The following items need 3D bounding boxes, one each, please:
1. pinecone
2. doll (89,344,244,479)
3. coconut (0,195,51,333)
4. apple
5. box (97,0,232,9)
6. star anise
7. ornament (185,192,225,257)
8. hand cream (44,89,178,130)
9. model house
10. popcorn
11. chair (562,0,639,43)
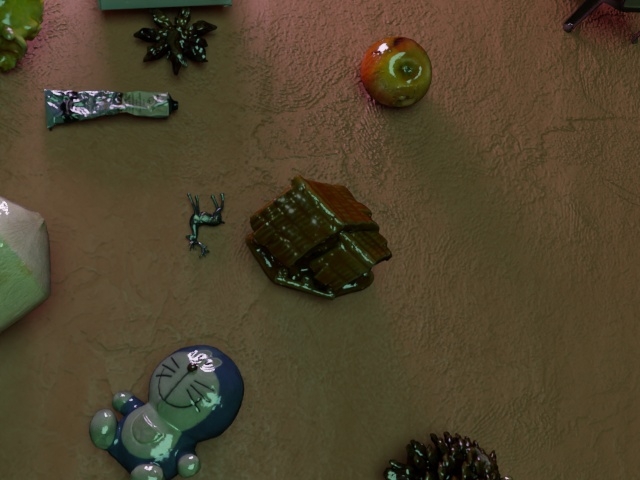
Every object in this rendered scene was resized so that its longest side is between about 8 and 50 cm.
[{"bbox_3d":[0.223,0.424,1.586,0.212,0.185,0.168,23,86,12],"label":"pinecone"},{"bbox_3d":[-0.244,0.296,1.528,0.228,0.154,0.258,33,80,37],"label":"doll"},{"bbox_3d":[-0.571,0.031,1.494,0.247,0.245,0.245,-38,86,-18],"label":"coconut"},{"bbox_3d":[0.153,-0.339,1.793,0.146,0.146,0.146,3,75,-11],"label":"apple"},{"bbox_3d":[-0.306,-0.524,1.753,0.269,0.079,0.135,-7,54,-13],"label":"box"},{"bbox_3d":[-0.284,-0.398,1.760,0.168,0.057,0.168,4,65,-9],"label":"star anise"},{"bbox_3d":[-0.217,-0.029,1.690,0.073,0.028,0.125,1,73,-11],"label":"ornament"},{"bbox_3d":[-0.396,-0.253,1.709,0.248,0.052,0.075,-5,54,-7],"label":"hand cream"},{"bbox_3d":[0.000,0.001,1.626,0.219,0.229,0.199,-28,77,-16],"label":"model house"},{"bbox_3d":[-0.616,-0.418,1.636,0.218,0.169,0.189,-4,77,-8],"label":"popcorn"},{"bbox_3d":[0.643,-0.556,1.845,0.183,0.326,0.175,-1,77,-11],"label":"chair"}]
